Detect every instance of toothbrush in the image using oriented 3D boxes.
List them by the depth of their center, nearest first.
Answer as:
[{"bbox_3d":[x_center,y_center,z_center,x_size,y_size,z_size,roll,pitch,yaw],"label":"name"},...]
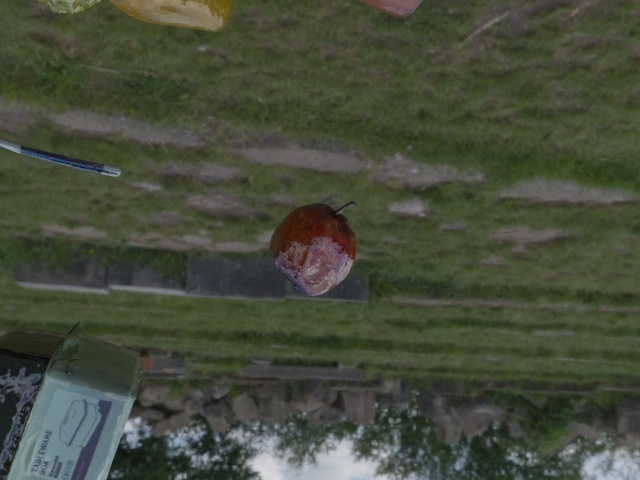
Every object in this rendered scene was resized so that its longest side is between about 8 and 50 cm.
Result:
[{"bbox_3d":[-0.490,-0.149,1.093,0.288,0.024,0.026,12,127,-22],"label":"toothbrush"}]

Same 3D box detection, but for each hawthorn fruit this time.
[{"bbox_3d":[0.000,0.000,1.164,0.157,0.194,0.157,32,-160,-13],"label":"hawthorn fruit"}]

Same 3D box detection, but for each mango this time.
[{"bbox_3d":[-0.218,-0.381,0.854,0.119,0.176,0.317,19,179,31],"label":"mango"}]

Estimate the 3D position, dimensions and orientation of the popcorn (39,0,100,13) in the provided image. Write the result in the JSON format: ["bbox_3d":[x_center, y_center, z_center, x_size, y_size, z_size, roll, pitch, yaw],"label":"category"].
[{"bbox_3d":[-0.394,-0.475,1.019,0.217,0.181,0.235,-39,-168,4],"label":"popcorn"}]

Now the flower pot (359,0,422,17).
[{"bbox_3d":[0.042,-0.364,0.703,0.173,0.190,0.191,9,170,-25],"label":"flower pot"}]

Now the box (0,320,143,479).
[{"bbox_3d":[-0.322,0.241,0.726,0.166,0.290,0.220,20,178,-12],"label":"box"}]
